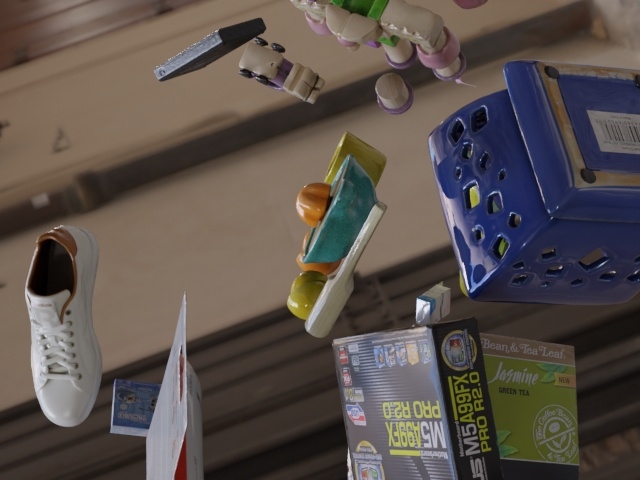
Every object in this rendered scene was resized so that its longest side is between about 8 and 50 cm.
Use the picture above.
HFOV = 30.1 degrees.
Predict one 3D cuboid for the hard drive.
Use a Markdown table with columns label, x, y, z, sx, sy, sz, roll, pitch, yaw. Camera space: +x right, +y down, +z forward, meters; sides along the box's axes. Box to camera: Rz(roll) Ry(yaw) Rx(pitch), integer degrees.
| label | x | y | z | sx | sy | sz | roll | pitch | yaw |
| --- | --- | --- | --- | --- | --- | --- | --- | --- | --- |
| hard drive | -0.147 | -0.255 | 1.593 | 0.094 | 0.135 | 0.022 | -29 | -84 | -49 |

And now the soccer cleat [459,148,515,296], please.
| label | x | y | z | sx | sy | sz | roll | pitch | yaw |
| --- | --- | --- | --- | --- | --- | --- | --- | --- | --- |
| soccer cleat | 0.260 | -0.033 | 1.970 | 0.093 | 0.121 | 0.289 | -59 | -18 | -51 |

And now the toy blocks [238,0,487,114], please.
| label | x | y | z | sx | sy | sz | roll | pitch | yaw |
| --- | --- | --- | --- | --- | --- | --- | --- | --- | --- |
| toy blocks | 0.086 | -0.314 | 1.854 | 0.289 | 0.309 | 0.260 | 24 | 175 | 19 |

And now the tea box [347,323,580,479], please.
| label | x | y | z | sx | sy | sz | roll | pitch | yaw |
| --- | --- | --- | --- | --- | --- | --- | --- | --- | --- |
| tea box | 0.237 | 0.329 | 1.988 | 0.220 | 0.329 | 0.323 | -29 | 57 | 58 |

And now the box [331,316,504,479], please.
| label | x | y | z | sx | sy | sz | roll | pitch | yaw |
| --- | --- | --- | --- | --- | --- | --- | --- | --- | --- |
| box | 0.105 | 0.206 | 1.352 | 0.270 | 0.060 | 0.216 | 161 | 101 | -66 |

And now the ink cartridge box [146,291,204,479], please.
| label | x | y | z | sx | sy | sz | roll | pitch | yaw |
| --- | --- | --- | --- | --- | --- | --- | --- | --- | --- |
| ink cartridge box | -0.134 | 0.200 | 1.207 | 0.189 | 0.066 | 0.232 | -99 | 26 | -50 |

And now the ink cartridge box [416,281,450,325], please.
| label | x | y | z | sx | sy | sz | roll | pitch | yaw |
| --- | --- | --- | --- | --- | --- | --- | --- | --- | --- |
| ink cartridge box | 0.194 | 0.106 | 1.994 | 0.028 | 0.083 | 0.048 | 16 | 118 | 32 |

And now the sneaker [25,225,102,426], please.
| label | x | y | z | sx | sy | sz | roll | pitch | yaw |
| --- | --- | --- | --- | --- | --- | --- | --- | --- | --- |
| sneaker | -0.379 | 0.124 | 1.682 | 0.123 | 0.106 | 0.290 | 0 | -91 | -77 |

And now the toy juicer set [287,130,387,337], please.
| label | x | y | z | sx | sy | sz | roll | pitch | yaw |
| --- | --- | --- | --- | --- | --- | --- | --- | --- | --- |
| toy juicer set | 0.000 | 0.000 | 1.352 | 0.329 | 0.089 | 0.209 | -85 | 19 | -74 |

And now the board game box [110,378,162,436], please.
| label | x | y | z | sx | sy | sz | roll | pitch | yaw |
| --- | --- | --- | --- | --- | --- | --- | --- | --- | --- |
| board game box | -0.258 | 0.245 | 1.732 | 0.090 | 0.090 | 0.020 | -97 | 20 | -48 |

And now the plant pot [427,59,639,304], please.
| label | x | y | z | sx | sy | sz | roll | pitch | yaw |
| --- | --- | --- | --- | --- | --- | --- | --- | --- | --- |
| plant pot | 0.289 | -0.074 | 1.382 | 0.212 | 0.236 | 0.236 | 126 | 139 | -52 |
